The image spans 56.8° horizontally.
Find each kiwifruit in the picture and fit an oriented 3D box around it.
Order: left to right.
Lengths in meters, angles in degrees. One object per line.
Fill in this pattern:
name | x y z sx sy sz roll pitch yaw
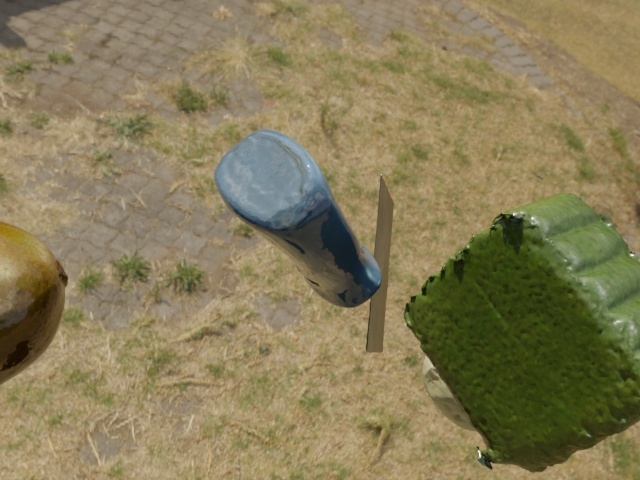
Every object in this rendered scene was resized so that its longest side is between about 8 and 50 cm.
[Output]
kiwifruit | -0.386 0.074 0.621 0.234 0.196 0.196 -23 58 -14

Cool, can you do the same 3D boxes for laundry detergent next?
laundry detergent | 0.000 0.000 0.672 0.094 0.290 0.143 -48 55 -5

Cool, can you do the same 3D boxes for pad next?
pad | 0.089 0.041 0.858 0.004 0.164 0.242 4 80 14

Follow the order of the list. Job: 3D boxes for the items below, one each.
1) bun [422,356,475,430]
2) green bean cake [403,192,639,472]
bun | 0.244 0.198 0.863 0.184 0.102 0.183 0 87 9
green bean cake | 0.253 0.104 0.677 0.156 0.247 0.249 -14 62 -40
